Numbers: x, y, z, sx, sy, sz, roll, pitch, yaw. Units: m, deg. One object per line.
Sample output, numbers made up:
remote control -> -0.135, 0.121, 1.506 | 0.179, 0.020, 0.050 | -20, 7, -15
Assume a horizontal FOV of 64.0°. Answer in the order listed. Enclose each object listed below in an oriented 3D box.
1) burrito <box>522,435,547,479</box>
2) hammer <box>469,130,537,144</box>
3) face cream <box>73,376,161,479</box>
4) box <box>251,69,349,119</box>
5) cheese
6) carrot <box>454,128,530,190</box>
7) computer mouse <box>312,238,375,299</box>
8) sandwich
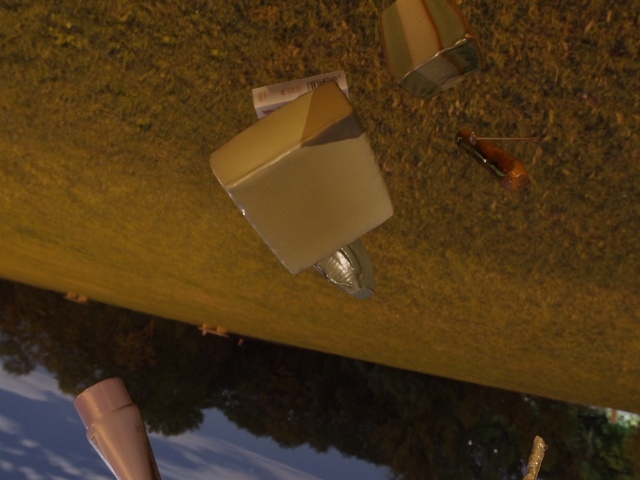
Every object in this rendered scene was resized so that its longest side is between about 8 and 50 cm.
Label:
burrito -> 0.644, 0.689, 1.556 | 0.041, 0.185, 0.045 | 23, 166, 8
hammer -> 0.336, -0.189, 0.949 | 0.123, 0.014, 0.029 | 9, 138, 35
face cream -> -0.344, 0.386, 0.922 | 0.273, 0.096, 0.154 | 55, 160, 15
box -> -0.044, -0.338, 1.297 | 0.234, 0.066, 0.149 | -11, 154, 3
cheese -> -0.019, -0.094, 0.880 | 0.243, 0.123, 0.265 | -28, 141, 3
carrot -> 0.415, -0.203, 1.258 | 0.070, 0.070, 0.260 | 28, -161, -34
computer mouse -> 0.000, -0.004, 1.461 | 0.429, 0.145, 0.228 | 37, -171, 8
sandwich -> 0.091, -0.202, 0.482 | 0.079, 0.113, 0.163 | -30, 179, 25
